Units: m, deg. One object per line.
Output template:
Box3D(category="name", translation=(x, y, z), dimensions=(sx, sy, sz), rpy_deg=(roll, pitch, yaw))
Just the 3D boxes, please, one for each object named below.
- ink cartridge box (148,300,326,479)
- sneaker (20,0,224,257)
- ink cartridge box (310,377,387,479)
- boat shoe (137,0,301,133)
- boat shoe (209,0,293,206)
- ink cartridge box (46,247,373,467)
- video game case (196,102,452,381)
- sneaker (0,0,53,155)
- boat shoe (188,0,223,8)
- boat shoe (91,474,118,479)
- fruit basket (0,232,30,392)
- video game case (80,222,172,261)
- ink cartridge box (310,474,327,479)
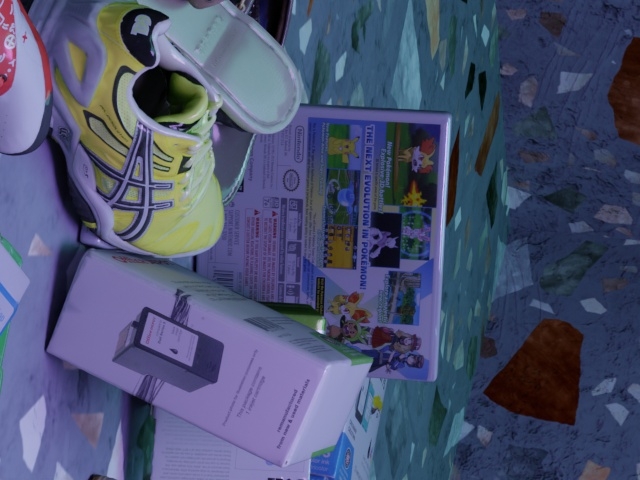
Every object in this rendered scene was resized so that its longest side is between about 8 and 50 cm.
Box3D(category="ink cartridge box", translation=(-0.102, 0.199, 1.896), dimensions=(0.097, 0.189, 0.255), rpy_deg=(-148, -118, -79))
Box3D(category="sneaker", translation=(-0.162, -0.092, 1.603), dimensions=(0.145, 0.147, 0.385), rpy_deg=(-70, 153, -23))
Box3D(category="ink cartridge box", translation=(-0.032, 0.196, 2.165), dimensions=(0.198, 0.197, 0.270), rpy_deg=(66, 33, -62))
Box3D(category="boat shoe", translation=(-0.157, -0.236, 1.642), dimensions=(0.340, 0.113, 0.127), rpy_deg=(44, 65, -31))
Box3D(category="boat shoe", translation=(-0.094, -0.176, 1.824), dimensions=(0.109, 0.091, 0.305), rpy_deg=(2, 100, -51))
Box3D(category="ink cartridge box", translation=(-0.107, 0.114, 1.691), dimensions=(0.115, 0.273, 0.198), rpy_deg=(-67, 165, 4))
Box3D(category="video game case", translation=(0.000, 0.000, 2.015), dimensions=(0.036, 0.300, 0.329), rpy_deg=(-59, 152, -76))
Box3D(category="sneaker", translation=(-0.287, -0.176, 1.300), dimensions=(0.145, 0.090, 0.270), rpy_deg=(-52, 141, -62))
Box3D(category="boat shoe", translation=(-0.003, -0.283, 1.517), dimensions=(0.098, 0.302, 0.109), rpy_deg=(66, 27, -25))
Box3D(category="boat shoe", translation=(-0.214, 0.308, 1.821), dimensions=(0.153, 0.048, 0.056), rpy_deg=(80, 22, -45))
Box3D(category="fruit basket", translation=(-0.330, 0.108, 1.109), dimensions=(0.327, 0.165, 0.353), rpy_deg=(68, 34, -60))
Box3D(category="video game case", translation=(-0.193, -0.076, 1.802), dimensions=(0.227, 0.026, 0.206), rpy_deg=(40, 57, -73))
Box3D(category="ink cartridge box", translation=(-0.084, 0.349, 2.042), dimensions=(0.140, 0.190, 0.082), rpy_deg=(81, 19, -44))
